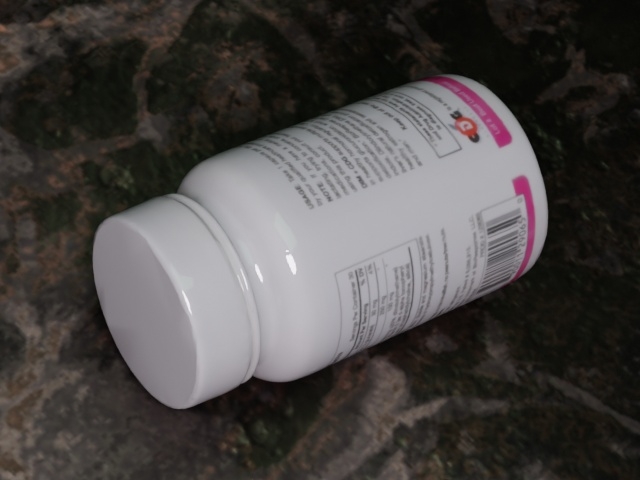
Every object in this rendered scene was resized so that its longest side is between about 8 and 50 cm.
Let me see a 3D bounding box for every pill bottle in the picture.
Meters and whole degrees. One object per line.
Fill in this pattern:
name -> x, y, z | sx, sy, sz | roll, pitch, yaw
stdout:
pill bottle -> 0.000, 0.000, 1.202 | 0.283, 0.160, 0.160 | -22, 66, -29
